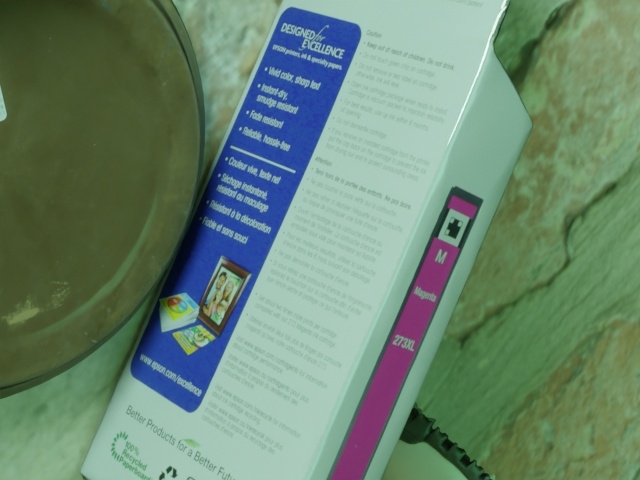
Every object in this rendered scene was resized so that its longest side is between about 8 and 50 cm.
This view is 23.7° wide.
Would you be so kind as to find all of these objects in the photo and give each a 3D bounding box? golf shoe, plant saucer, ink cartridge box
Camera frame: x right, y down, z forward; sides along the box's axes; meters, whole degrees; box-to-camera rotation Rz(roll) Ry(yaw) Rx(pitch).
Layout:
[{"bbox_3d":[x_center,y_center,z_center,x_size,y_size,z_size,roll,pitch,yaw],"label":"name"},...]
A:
[{"bbox_3d":[0.079,0.225,1.047,0.120,0.105,0.273,-35,125,-16],"label":"golf shoe"},{"bbox_3d":[-0.170,-0.038,0.784,0.278,0.041,0.278,-15,115,-34],"label":"plant saucer"},{"bbox_3d":[0.000,0.000,0.845,0.069,0.176,0.371,20,93,-42],"label":"ink cartridge box"}]

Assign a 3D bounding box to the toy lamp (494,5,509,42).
[{"bbox_3d":[0.093,-0.249,0.896,0.080,0.080,0.274,-8,112,-37],"label":"toy lamp"}]
